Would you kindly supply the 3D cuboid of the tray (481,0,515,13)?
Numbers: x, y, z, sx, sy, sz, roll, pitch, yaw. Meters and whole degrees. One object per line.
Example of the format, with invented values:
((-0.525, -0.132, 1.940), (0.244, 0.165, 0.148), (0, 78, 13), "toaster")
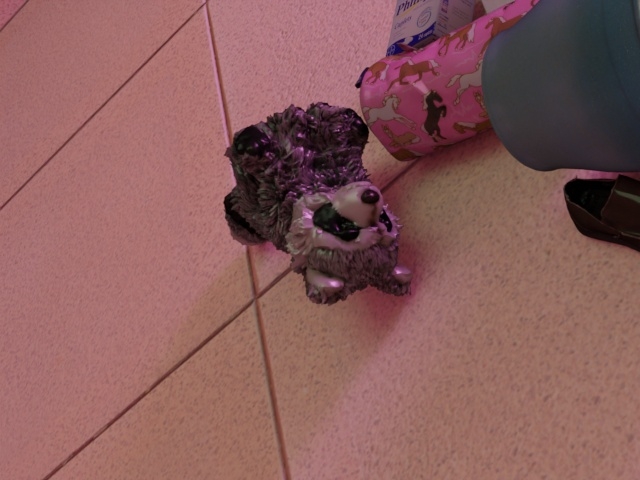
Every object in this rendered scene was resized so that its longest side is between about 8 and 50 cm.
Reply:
((0.310, -0.396, 1.821), (0.145, 0.030, 0.270), (-39, 36, 25), "tray")

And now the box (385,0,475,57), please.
((0.173, -0.342, 1.880), (0.126, 0.072, 0.137), (-22, 49, 53), "box")

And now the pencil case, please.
((0.233, -0.243, 1.668), (0.386, 0.167, 0.160), (-20, 9, 41), "pencil case")

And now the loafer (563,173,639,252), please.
((0.360, -0.032, 1.381), (0.220, 0.078, 0.080), (7, 66, 54), "loafer")

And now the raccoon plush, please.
((0.000, 0.000, 1.787), (0.446, 0.216, 0.299), (103, 149, -69), "raccoon plush")

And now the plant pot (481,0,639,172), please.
((0.334, -0.194, 1.377), (0.255, 0.271, 0.272), (-17, 48, 45), "plant pot")
